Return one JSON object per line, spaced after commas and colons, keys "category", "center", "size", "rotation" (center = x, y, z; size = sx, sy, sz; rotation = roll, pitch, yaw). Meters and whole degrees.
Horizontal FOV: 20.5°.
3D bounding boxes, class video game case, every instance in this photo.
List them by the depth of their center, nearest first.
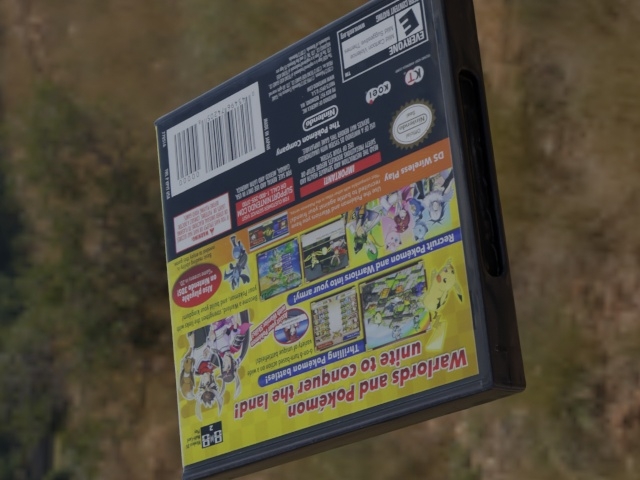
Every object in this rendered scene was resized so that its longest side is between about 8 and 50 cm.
{"category": "video game case", "center": [0.000, 0.000, 1.071], "size": [0.275, 0.035, 0.248], "rotation": [-23, 66, 44]}
